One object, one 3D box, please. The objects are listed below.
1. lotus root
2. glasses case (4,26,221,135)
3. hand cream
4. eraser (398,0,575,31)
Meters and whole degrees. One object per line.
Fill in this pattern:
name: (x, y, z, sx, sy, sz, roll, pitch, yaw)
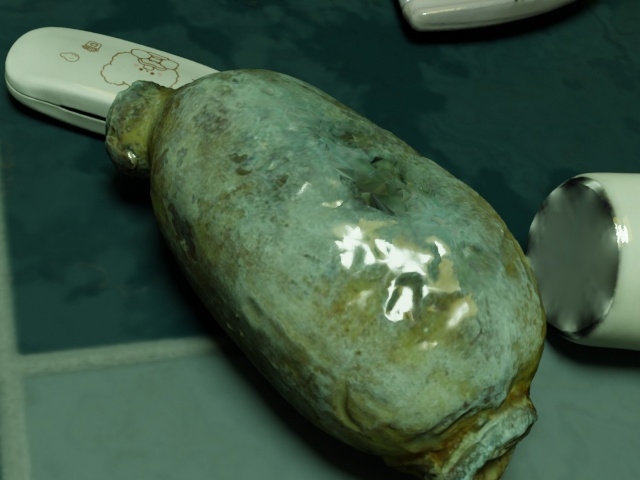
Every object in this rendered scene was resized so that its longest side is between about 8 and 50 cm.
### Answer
lotus root: (0.001, -0.002, 0.562, 0.349, 0.175, 0.175, 43, 52, 18)
glasses case: (-0.138, -0.110, 0.681, 0.193, 0.049, 0.074, 16, 49, -3)
hand cream: (0.334, 0.021, 0.672, 0.358, 0.118, 0.186, 4, 88, -15)
eraser: (0.179, -0.272, 0.907, 0.243, 0.059, 0.204, -1, 51, -14)
